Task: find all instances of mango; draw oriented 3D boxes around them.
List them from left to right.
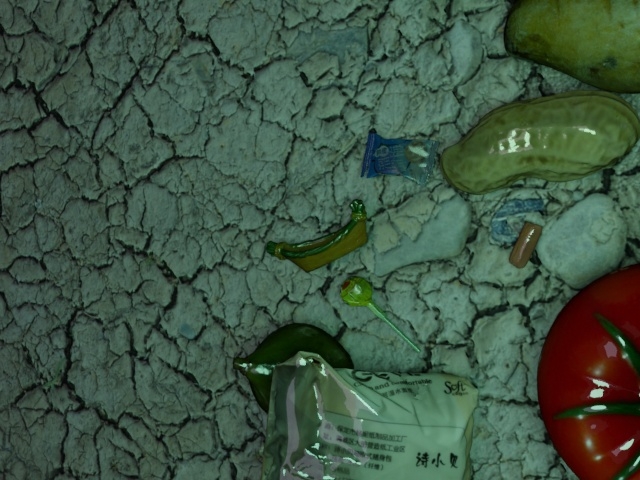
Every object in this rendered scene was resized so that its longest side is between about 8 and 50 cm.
[{"bbox_3d":[0.455,-0.337,1.145,0.329,0.175,0.177,28,81,38],"label":"mango"}]

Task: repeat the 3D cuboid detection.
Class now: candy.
[{"bbox_3d":[0.115,0.142,1.368,0.194,0.058,0.062,44,135,7],"label":"candy"},{"bbox_3d":[0.146,-0.149,1.346,0.136,0.038,0.088,10,83,16],"label":"candy"}]

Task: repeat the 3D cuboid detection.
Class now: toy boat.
[{"bbox_3d":[0.000,0.000,1.384,0.229,0.089,0.088,-26,96,25],"label":"toy boat"}]

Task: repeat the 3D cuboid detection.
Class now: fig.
[{"bbox_3d":[-0.057,0.250,1.342,0.195,0.244,0.196,-6,80,37],"label":"fig"}]

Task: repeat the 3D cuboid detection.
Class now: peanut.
[{"bbox_3d":[0.353,-0.157,1.203,0.325,0.140,0.153,-16,128,30],"label":"peanut"}]

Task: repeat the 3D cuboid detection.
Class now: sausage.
[{"bbox_3d":[0.354,0.008,1.262,0.034,0.034,0.083,26,103,20],"label":"sausage"}]

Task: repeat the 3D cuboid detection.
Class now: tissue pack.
[{"bbox_3d":[0.081,0.393,1.240,0.375,0.195,0.391,9,92,-20],"label":"tissue pack"}]

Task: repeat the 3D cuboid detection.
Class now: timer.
[{"bbox_3d":[0.515,0.216,1.070,0.377,0.279,0.379,1,93,26],"label":"timer"}]
